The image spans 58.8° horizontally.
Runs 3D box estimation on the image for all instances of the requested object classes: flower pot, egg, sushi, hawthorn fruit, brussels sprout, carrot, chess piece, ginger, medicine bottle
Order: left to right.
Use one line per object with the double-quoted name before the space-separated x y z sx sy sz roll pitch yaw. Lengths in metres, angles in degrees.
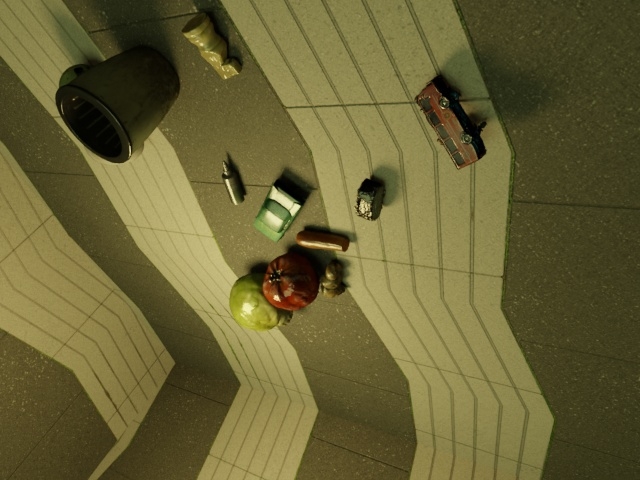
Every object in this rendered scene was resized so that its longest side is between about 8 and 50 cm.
"egg" -0.870 -0.549 2.113 0.177 0.177 0.228 31 157 5
"flower pot" -0.647 -0.470 1.883 0.293 0.330 0.294 24 147 17
"chess piece" -0.320 -0.574 1.711 0.090 0.090 0.200 4 147 38
"medicine bottle" -0.341 -0.226 2.171 0.057 0.058 0.199 16 141 26
"brussels sprout" -0.280 0.280 2.606 0.273 0.243 0.317 -13 133 18
"hawthorn fruit" -0.097 0.185 2.355 0.241 0.242 0.271 -1 157 41
"carrot" 0.000 0.000 2.157 0.225 0.067 0.067 8 139 31
"ginger" 0.048 0.158 2.299 0.104 0.080 0.204 2 143 4
"sushi" 0.157 -0.130 1.839 0.078 0.091 0.150 26 148 20

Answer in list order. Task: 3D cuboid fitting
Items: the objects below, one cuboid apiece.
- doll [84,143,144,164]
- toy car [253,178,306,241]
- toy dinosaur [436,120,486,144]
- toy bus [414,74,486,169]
"doll" -0.807 -0.416 2.218 0.250 0.221 0.221 -4 137 6
"toy car" -0.167 -0.103 2.138 0.141 0.097 0.321 36 146 -1
"toy dinosaur" 0.373 -0.282 1.501 0.154 0.049 0.055 -17 112 46
"toy bus" 0.332 -0.299 1.445 0.096 0.073 0.235 -31 94 44
